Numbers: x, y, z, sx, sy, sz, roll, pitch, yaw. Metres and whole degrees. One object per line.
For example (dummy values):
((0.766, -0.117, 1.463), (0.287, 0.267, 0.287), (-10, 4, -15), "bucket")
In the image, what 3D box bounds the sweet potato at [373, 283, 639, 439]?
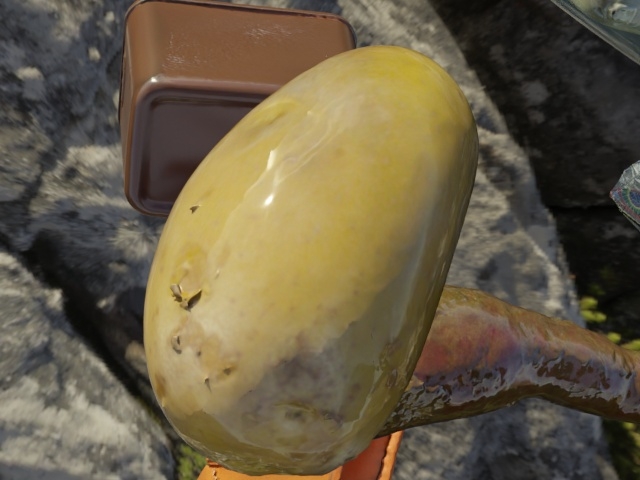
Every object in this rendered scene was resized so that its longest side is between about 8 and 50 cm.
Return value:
((0.094, 0.080, 0.736), (0.385, 0.109, 0.109), (1, 90, -22), "sweet potato")

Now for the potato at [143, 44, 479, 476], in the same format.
((0.000, 0.000, 0.524), (0.146, 0.150, 0.233), (42, 51, -30), "potato")

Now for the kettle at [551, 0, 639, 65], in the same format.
((0.268, -0.254, 0.989), (0.211, 0.243, 0.160), (9, 124, -29), "kettle")

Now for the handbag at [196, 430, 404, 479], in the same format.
((-0.010, 0.207, 1.512), (0.116, 0.304, 0.410), (35, 62, -35), "handbag")

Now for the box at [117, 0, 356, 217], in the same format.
((-0.112, -0.174, 1.546), (0.340, 0.229, 0.239), (3, 128, -12), "box")

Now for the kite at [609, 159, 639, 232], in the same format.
((0.517, 0.014, 1.550), (0.152, 0.015, 0.285), (-31, 86, -35), "kite")
